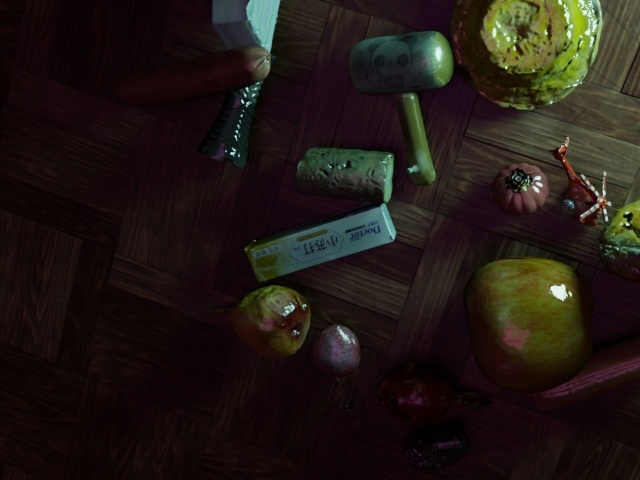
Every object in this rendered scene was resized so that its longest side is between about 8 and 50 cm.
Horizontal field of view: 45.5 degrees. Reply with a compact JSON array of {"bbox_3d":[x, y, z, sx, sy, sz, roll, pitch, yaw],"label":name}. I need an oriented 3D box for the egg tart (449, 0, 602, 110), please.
[{"bbox_3d":[0.372,-0.383,1.397,0.295,0.116,0.294,4,105,15],"label":"egg tart"}]

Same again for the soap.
[{"bbox_3d":[-0.139,-0.491,1.469,0.091,0.145,0.230,1,68,18],"label":"soap"}]

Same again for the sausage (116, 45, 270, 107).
[{"bbox_3d":[-0.267,-0.323,1.535,0.433,0.088,0.087,-1,104,36],"label":"sausage"}]

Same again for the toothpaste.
[{"bbox_3d":[0.000,0.000,1.605,0.313,0.071,0.089,-18,102,17],"label":"toothpaste"}]

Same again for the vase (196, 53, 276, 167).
[{"bbox_3d":[-0.166,-0.279,1.566,0.115,0.115,0.237,22,102,8],"label":"vase"}]

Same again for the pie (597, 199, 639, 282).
[{"bbox_3d":[0.619,-0.018,1.321,0.308,0.308,0.085,-16,112,17],"label":"pie"}]

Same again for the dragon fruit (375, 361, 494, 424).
[{"bbox_3d":[0.241,0.328,1.606,0.246,0.125,0.125,11,92,-5],"label":"dragon fruit"}]

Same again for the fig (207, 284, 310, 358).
[{"bbox_3d":[-0.146,0.171,1.657,0.257,0.159,0.159,3,104,33],"label":"fig"}]

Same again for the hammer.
[{"bbox_3d":[0.172,-0.248,1.489,0.202,0.113,0.305,1,116,30],"label":"hammer"}]

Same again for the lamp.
[{"bbox_3d":[0.385,-0.098,1.470,0.108,0.092,0.107,-6,66,15],"label":"lamp"}]

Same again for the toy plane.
[{"bbox_3d":[0.479,-0.096,1.432,0.077,0.194,0.126,-6,60,51],"label":"toy plane"}]

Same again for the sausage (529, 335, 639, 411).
[{"bbox_3d":[0.551,0.263,1.517,0.289,0.086,0.086,-24,96,19],"label":"sausage"}]

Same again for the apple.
[{"bbox_3d":[0.400,0.153,1.441,0.264,0.264,0.264,3,103,13],"label":"apple"}]

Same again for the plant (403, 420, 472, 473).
[{"bbox_3d":[0.248,0.442,1.636,0.143,0.094,0.092,-21,112,6],"label":"plant"}]

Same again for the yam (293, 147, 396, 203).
[{"bbox_3d":[0.048,-0.134,1.539,0.194,0.107,0.107,7,104,14],"label":"yam"}]

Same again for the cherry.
[{"bbox_3d":[0.031,0.280,1.654,0.107,0.090,0.225,5,113,1],"label":"cherry"}]
